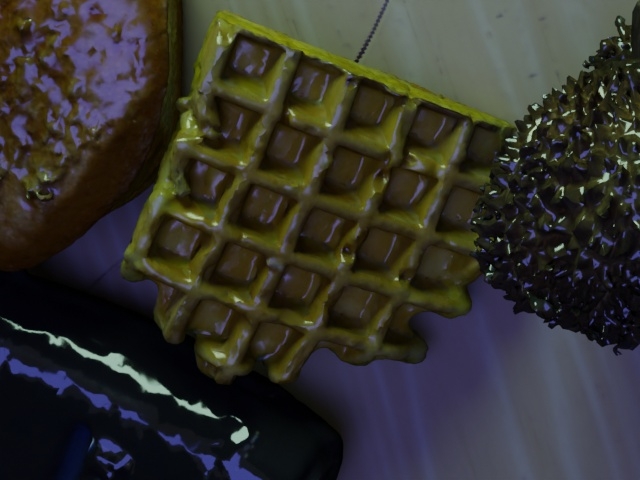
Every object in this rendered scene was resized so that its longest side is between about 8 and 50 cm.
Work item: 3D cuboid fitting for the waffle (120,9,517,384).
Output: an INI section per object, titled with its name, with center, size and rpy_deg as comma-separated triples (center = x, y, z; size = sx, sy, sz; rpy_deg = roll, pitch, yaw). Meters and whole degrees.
[waffle]
center = 0.000, 0.000, 1.074
size = 0.229, 0.057, 0.219
rpy_deg = 21, 105, -14

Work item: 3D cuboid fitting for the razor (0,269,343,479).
[razor]
center = -0.155, 0.128, 1.161
size = 0.327, 0.107, 0.189
rpy_deg = 28, 110, 6

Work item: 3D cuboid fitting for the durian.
[durian]
center = 0.173, -0.040, 0.980
size = 0.167, 0.196, 0.196
rpy_deg = 8, 106, 16

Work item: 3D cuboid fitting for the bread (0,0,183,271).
[bread]
center = -0.197, -0.117, 1.095
size = 0.268, 0.146, 0.268
rpy_deg = 3, 101, 17
